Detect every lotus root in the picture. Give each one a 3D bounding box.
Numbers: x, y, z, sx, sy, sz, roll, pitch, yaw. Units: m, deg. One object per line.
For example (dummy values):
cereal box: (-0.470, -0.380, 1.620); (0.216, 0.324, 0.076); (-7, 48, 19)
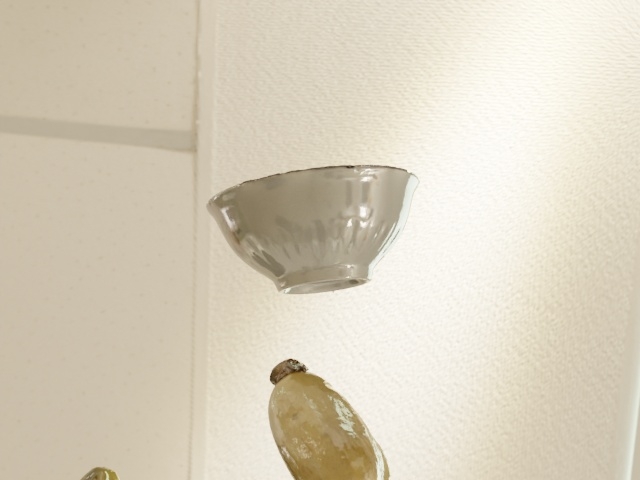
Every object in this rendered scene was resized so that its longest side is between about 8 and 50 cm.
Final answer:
lotus root: (0.006, 0.143, 0.605); (0.062, 0.073, 0.150); (-34, -132, -4)

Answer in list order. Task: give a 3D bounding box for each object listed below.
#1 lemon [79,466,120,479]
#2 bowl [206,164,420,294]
lemon: (-0.244, 0.367, 0.930); (0.184, 0.184, 0.248); (-11, -123, 25)
bowl: (0.000, 0.000, 0.770); (0.189, 0.189, 0.086); (-12, -100, 25)
